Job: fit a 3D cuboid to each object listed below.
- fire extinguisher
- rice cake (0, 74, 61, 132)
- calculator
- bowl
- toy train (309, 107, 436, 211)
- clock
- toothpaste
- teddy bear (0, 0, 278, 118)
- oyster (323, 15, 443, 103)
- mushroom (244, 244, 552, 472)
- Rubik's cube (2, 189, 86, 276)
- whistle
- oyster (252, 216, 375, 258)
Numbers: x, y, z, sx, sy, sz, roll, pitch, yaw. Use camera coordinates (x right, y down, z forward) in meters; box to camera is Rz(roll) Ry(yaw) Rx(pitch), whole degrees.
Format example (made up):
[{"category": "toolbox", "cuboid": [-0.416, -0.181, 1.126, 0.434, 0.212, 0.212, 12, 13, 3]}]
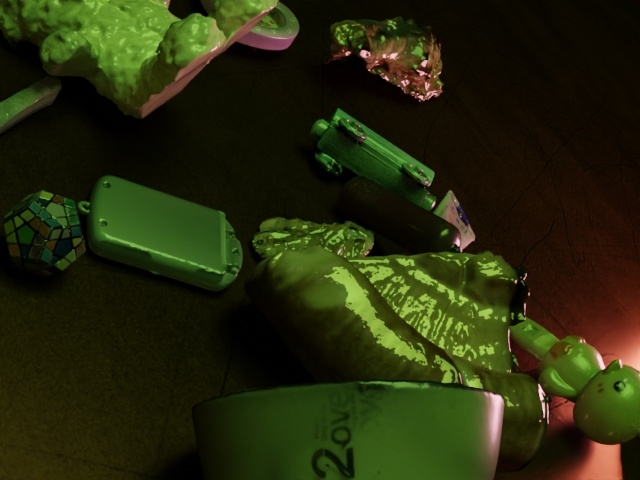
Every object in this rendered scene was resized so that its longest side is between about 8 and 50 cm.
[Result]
[{"category": "fire extinguisher", "cuboid": [0.149, -0.019, 1.729, 0.268, 0.072, 0.089, 31, 4, 38]}, {"category": "rice cake", "cuboid": [-0.427, -0.179, 1.527, 0.034, 0.043, 0.211, 44, 36, -4]}, {"category": "calculator", "cuboid": [-0.219, -0.011, 1.518, 0.246, 0.045, 0.141, 18, 41, -24]}, {"category": "bowl", "cuboid": [0.032, 0.274, 1.218, 0.354, 0.354, 0.185, 11, 69, -32]}, {"category": "toy train", "cuboid": [0.093, -0.136, 1.888, 0.248, 0.101, 0.159, 34, 21, -6]}, {"category": "clock", "cuboid": [-0.141, -0.403, 1.989, 0.198, 0.064, 0.172, 31, 37, -9]}, {"category": "toothpaste", "cuboid": [0.183, 0.013, 1.815, 0.100, 0.066, 0.323, 61, 35, -8]}, {"category": "teddy bear", "cuboid": [-0.315, -0.365, 1.602, 0.362, 0.375, 0.327, 50, 53, -7]}, {"category": "oyster", "cuboid": [0.123, -0.374, 2.129, 0.337, 0.133, 0.198, -4, 45, -48]}, {"category": "mushroom", "cuboid": [0.085, 0.157, 1.492, 0.397, 0.224, 0.313, 9, 60, -24]}, {"category": "Rubik's cube", "cuboid": [-0.346, -0.008, 1.369, 0.093, 0.111, 0.111, 53, 31, -23]}, {"category": "whistle", "cuboid": [0.419, 0.207, 1.746, 0.141, 0.141, 0.294, -18, 62, -49]}, {"category": "oyster", "cuboid": [-0.003, 0.005, 1.664, 0.209, 0.072, 0.133, 17, 38, -23]}]
